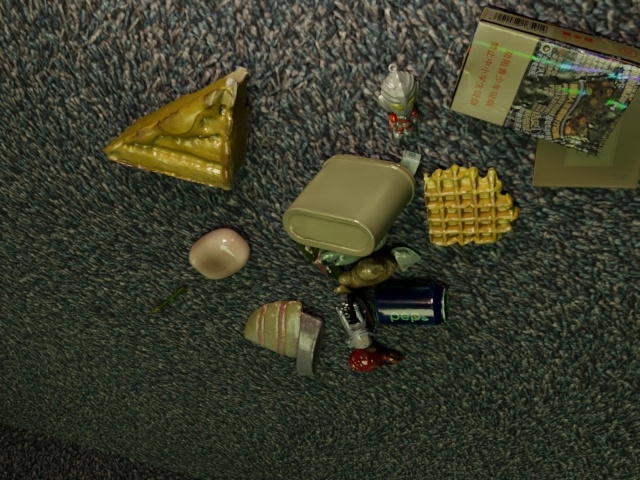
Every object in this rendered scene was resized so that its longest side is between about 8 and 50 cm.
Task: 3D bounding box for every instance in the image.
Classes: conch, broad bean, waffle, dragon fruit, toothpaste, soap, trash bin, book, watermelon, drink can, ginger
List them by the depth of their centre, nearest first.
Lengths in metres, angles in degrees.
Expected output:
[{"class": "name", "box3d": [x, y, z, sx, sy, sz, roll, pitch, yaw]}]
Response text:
[{"class": "book", "box3d": [0.566, -0.237, 1.196, 0.216, 0.021, 0.311, 3, 133, 16]}, {"class": "trash bin", "box3d": [0.066, -0.085, 1.325, 0.243, 0.247, 0.121, 14, 130, 25]}, {"class": "soap", "box3d": [-0.345, -0.297, 1.352, 0.338, 0.169, 0.305, 14, 135, 4]}, {"class": "waffle", "box3d": [0.364, -0.085, 1.383, 0.218, 0.057, 0.229, 0, 131, 19]}, {"class": "toothpaste", "box3d": [0.197, -0.144, 1.400, 0.046, 0.034, 0.164, 18, 135, 2]}, {"class": "conch", "box3d": [0.073, -0.016, 1.490, 0.199, 0.131, 0.172, -10, 169, -21]}, {"class": "watermelon", "box3d": [0.221, 0.055, 1.560, 0.085, 0.061, 0.085, -1, 139, 0]}, {"class": "ginger", "box3d": [0.117, 0.099, 1.586, 0.081, 0.147, 0.333, 60, 153, 7]}, {"class": "drink can", "box3d": [0.256, 0.181, 1.630, 0.204, 0.118, 0.118, -2, 131, 22]}, {"class": "broad bean", "box3d": [-0.014, 0.034, 1.634, 0.065, 0.047, 0.255, -27, 119, 22]}, {"class": "dragon fruit", "box3d": [0.181, 0.374, 1.875, 0.190, 0.094, 0.094, -9, 132, -2]}]

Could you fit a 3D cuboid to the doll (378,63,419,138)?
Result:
[{"class": "doll", "box3d": [0.172, -0.299, 1.243, 0.093, 0.079, 0.180, -20, 135, -1]}]

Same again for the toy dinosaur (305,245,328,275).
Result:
[{"class": "toy dinosaur", "box3d": [0.000, 0.000, 1.577, 0.108, 0.032, 0.220, -13, 109, 1]}]

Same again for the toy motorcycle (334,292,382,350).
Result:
[{"class": "toy motorcycle", "box3d": [0.108, 0.238, 1.650, 0.106, 0.159, 0.270, -25, 161, 4]}]

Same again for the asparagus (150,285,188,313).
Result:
[{"class": "asparagus", "box3d": [-0.525, 0.208, 1.994, 0.232, 0.022, 0.023, -34, 159, 37]}]

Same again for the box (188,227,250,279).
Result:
[{"class": "box", "box3d": [-0.299, 0.041, 1.709, 0.200, 0.088, 0.146, -27, 121, 35]}]

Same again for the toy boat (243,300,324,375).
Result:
[{"class": "toy boat", "box3d": [-0.110, 0.307, 1.891, 0.293, 0.111, 0.276, 29, 128, 5]}]

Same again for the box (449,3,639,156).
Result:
[{"class": "box", "box3d": [0.426, -0.305, 1.108, 0.309, 0.084, 0.198, 21, 137, 10]}]
